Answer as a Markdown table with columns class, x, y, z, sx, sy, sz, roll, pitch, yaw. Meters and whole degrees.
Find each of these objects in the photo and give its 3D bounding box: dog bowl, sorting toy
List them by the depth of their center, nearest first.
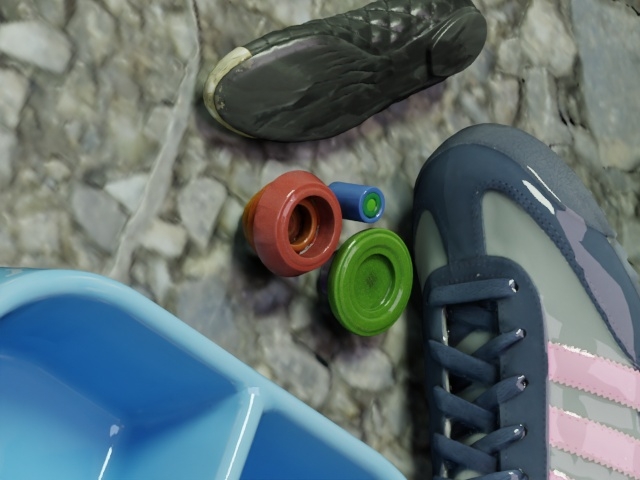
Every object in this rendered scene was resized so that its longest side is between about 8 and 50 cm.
| class | x | y | z | sx | sy | sz | roll | pitch | yaw |
| --- | --- | --- | --- | --- | --- | --- | --- | --- | --- |
| dog bowl | -0.063 | 0.118 | 0.738 | 0.297 | 0.074 | 0.166 | 37 | 57 | -29 |
| sorting toy | 0.000 | 0.000 | 0.854 | 0.102 | 0.042 | 0.061 | 42 | 69 | -39 |

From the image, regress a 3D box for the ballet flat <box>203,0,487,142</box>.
| class | x | y | z | sx | sy | sz | roll | pitch | yaw |
| --- | --- | --- | --- | --- | --- | --- | --- | --- | --- |
| ballet flat | 0.010 | -0.086 | 0.888 | 0.173 | 0.049 | 0.057 | -20 | 125 | -39 |

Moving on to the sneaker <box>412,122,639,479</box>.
| class | x | y | z | sx | sy | sz | roll | pitch | yaw |
| --- | --- | --- | --- | --- | --- | --- | --- | --- | --- |
| sneaker | 0.094 | 0.104 | 0.853 | 0.131 | 0.112 | 0.319 | -16 | 88 | -45 |
